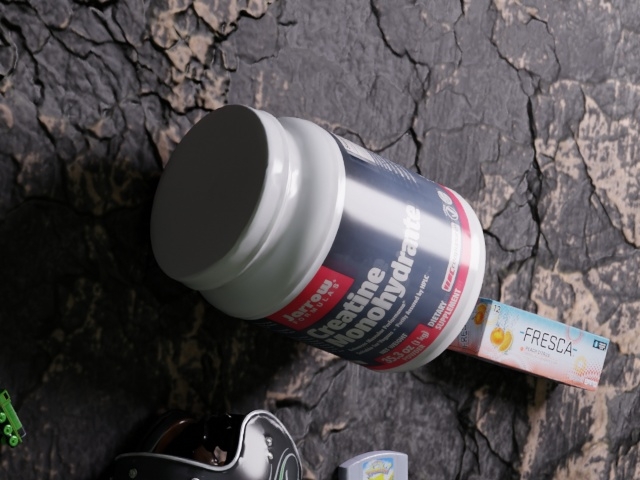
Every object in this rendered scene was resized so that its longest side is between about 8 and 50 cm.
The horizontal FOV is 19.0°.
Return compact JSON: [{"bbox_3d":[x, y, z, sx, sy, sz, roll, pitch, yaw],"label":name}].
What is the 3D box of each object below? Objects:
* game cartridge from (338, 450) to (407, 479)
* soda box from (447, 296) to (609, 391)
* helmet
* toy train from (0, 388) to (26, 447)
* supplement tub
[{"bbox_3d":[0.055,0.243,1.948,0.083,0.017,0.056,-7,97,-36],"label":"game cartridge"},{"bbox_3d":[0.219,0.109,2.023,0.183,0.058,0.063,19,85,-37],"label":"soda box"},{"bbox_3d":[-0.108,0.235,1.737,0.161,0.169,0.169,-49,122,-40],"label":"helmet"},{"bbox_3d":[-0.283,0.145,1.686,0.024,0.017,0.083,-41,118,-37],"label":"toy train"},{"bbox_3d":[0.000,0.000,1.765,0.272,0.191,0.191,23,82,-36],"label":"supplement tub"}]
